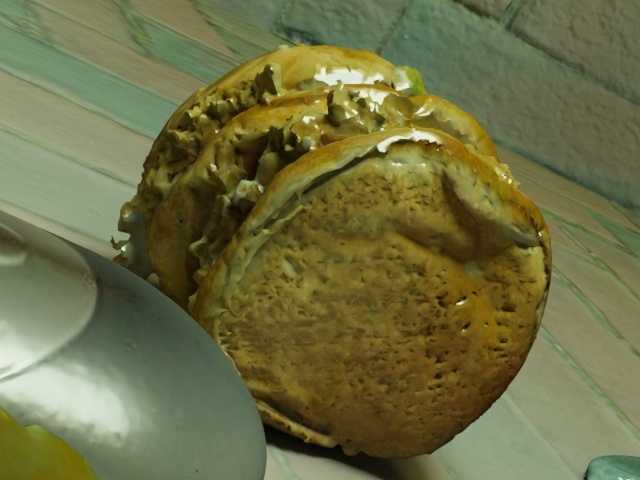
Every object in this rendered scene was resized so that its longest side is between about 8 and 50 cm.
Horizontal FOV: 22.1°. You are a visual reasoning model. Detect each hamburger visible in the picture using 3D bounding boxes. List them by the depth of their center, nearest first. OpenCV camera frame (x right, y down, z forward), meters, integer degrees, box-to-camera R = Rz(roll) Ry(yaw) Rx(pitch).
[{"bbox_3d":[0.001,-0.001,1.025,0.261,0.245,0.211,-12,35,-8],"label":"hamburger"}]

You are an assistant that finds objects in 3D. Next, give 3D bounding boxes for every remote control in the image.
[{"bbox_3d":[-0.171,0.039,0.746,0.332,0.103,0.221,27,16,-23],"label":"remote control"}]

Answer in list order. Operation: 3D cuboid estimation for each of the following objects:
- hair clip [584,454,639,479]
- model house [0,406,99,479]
[{"bbox_3d":[0.416,0.174,1.245,0.318,0.238,0.392,14,22,-44],"label":"hair clip"},{"bbox_3d":[-0.075,0.155,0.322,0.173,0.268,0.239,12,10,7],"label":"model house"}]
